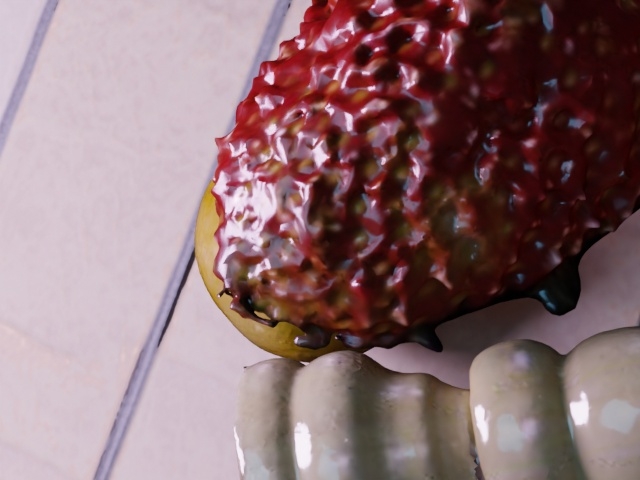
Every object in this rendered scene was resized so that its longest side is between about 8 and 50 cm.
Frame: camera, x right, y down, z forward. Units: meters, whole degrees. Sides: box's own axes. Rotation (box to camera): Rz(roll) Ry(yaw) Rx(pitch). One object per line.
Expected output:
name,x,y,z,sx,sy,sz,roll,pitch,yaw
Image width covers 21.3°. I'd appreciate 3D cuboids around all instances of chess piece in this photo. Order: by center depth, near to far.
chess piece,0.093,0.117,0.935,0.261,0.143,0.143,-11,73,13

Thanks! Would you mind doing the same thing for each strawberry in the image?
strawberry,0.081,-0.070,0.910,0.233,0.138,0.306,33,61,8

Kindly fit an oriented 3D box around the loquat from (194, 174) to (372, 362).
loquat,0.000,0.000,1.015,0.163,0.163,0.137,30,126,33
